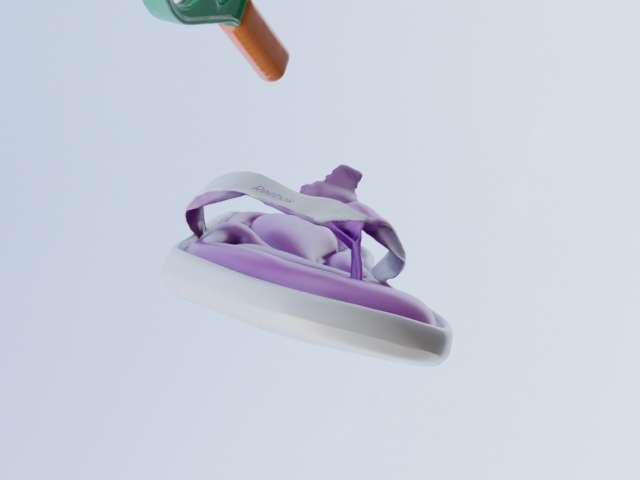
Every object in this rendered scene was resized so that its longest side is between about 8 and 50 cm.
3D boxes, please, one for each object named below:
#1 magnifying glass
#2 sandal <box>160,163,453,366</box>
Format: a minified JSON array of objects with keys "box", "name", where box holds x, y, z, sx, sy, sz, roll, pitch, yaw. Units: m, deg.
[{"box":[-0.062,-0.156,1.000,0.231,0.026,0.092,50,-125,-68],"name":"magnifying glass"},{"box":[-0.015,-0.003,1.021,0.416,0.169,0.102,-148,70,-79],"name":"sandal"}]
